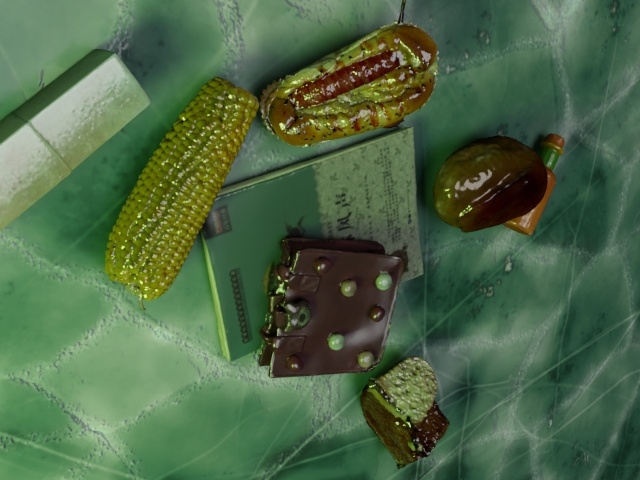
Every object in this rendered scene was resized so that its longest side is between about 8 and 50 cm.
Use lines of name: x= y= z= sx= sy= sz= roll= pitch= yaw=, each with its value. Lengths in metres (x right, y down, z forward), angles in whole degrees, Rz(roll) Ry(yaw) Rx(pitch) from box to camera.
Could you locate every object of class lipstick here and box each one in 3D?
lipstick: x=-0.355 y=-0.067 z=0.813 sx=0.371 sy=0.080 sz=0.076 roll=-44 pitch=125 yaw=-16

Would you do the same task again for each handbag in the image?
handbag: x=0.016 y=0.101 z=1.108 sx=0.216 sy=0.074 sz=0.203 roll=3 pitch=106 yaw=-37

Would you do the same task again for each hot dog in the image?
hot dog: x=0.041 y=-0.204 z=1.003 sx=0.253 sy=0.069 sz=0.131 roll=-20 pitch=111 yaw=1

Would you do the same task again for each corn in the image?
corn: x=-0.181 y=-0.060 z=0.929 sx=0.102 sy=0.101 sz=0.310 roll=26 pitch=90 yaw=-39

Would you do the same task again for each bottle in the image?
bottle: x=0.389 y=-0.105 z=1.349 sx=0.069 sy=0.069 sz=0.187 roll=30 pitch=85 yaw=-39

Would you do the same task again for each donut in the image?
donut: x=0.145 y=0.290 z=1.291 sx=0.126 sy=0.144 sz=0.186 roll=-34 pitch=93 yaw=-29

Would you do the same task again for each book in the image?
book: x=0.000 y=0.000 z=1.124 sx=0.380 sy=0.031 sz=0.264 roll=-23 pitch=119 yaw=-27

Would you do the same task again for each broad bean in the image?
broad bean: x=0.278 y=-0.093 z=1.238 sx=0.229 sy=0.122 sz=0.156 roll=-12 pitch=131 yaw=-27

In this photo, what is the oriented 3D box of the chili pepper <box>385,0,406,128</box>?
chili pepper: x=0.105 y=-0.262 z=1.072 sx=0.084 sy=0.086 sz=0.192 roll=7 pitch=114 yaw=-9
